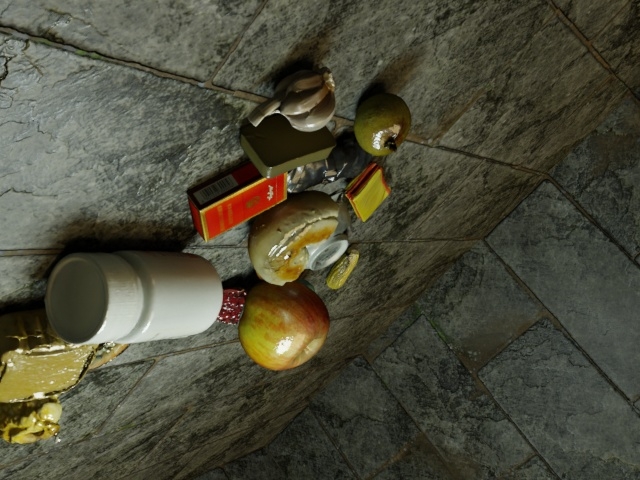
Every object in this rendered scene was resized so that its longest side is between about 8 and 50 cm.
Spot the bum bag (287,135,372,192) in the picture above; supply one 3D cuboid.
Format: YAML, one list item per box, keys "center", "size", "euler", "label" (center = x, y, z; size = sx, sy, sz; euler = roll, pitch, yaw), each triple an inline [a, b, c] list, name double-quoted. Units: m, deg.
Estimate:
- center: [0.028, -0.201, 1.729]
  size: [0.310, 0.074, 0.137]
  euler: [-19, 138, -42]
  label: "bum bag"

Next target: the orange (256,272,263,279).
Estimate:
- center: [-0.160, 0.081, 2.038]
  size: [0.086, 0.062, 0.086]
  euler: [-29, 170, -6]
  label: "orange"

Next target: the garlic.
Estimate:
- center: [-0.054, -0.276, 1.383]
  size: [0.194, 0.131, 0.127]
  euler: [-31, 129, -21]
  label: "garlic"

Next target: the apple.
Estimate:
- center: [-0.125, 0.251, 2.085]
  size: [0.301, 0.301, 0.301]
  euler: [-32, 158, -15]
  label: "apple"

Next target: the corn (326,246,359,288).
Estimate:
- center: [0.081, 0.103, 2.457]
  size: [0.072, 0.072, 0.203]
  euler: [-18, 150, -42]
  label: "corn"

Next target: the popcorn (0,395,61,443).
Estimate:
- center: [-0.754, 0.440, 1.727]
  size: [0.194, 0.163, 0.140]
  euler: [-15, 153, 35]
  label: "popcorn"

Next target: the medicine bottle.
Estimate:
- center: [-0.413, 0.127, 1.525]
  size: [0.211, 0.211, 0.371]
  euler: [-46, 157, 20]
  label: "medicine bottle"

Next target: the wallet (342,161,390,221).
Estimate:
- center: [0.143, -0.152, 2.047]
  size: [0.141, 0.067, 0.241]
  euler: [-49, 162, -3]
  label: "wallet"

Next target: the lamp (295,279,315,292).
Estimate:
- center: [-0.124, 0.248, 2.312]
  size: [0.284, 0.147, 0.209]
  euler: [-41, 163, 32]
  label: "lamp"

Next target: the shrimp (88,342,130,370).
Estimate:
- center: [-0.587, 0.264, 1.736]
  size: [0.222, 0.054, 0.290]
  euler: [-44, 158, 15]
  label: "shrimp"

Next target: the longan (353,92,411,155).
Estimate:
- center: [0.158, -0.283, 1.658]
  size: [0.145, 0.176, 0.155]
  euler: [-21, 142, -4]
  label: "longan"

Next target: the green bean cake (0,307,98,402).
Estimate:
- center: [-0.636, 0.252, 1.501]
  size: [0.224, 0.131, 0.230]
  euler: [1, 138, -42]
  label: "green bean cake"

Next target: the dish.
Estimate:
- center: [0.000, 0.000, 2.047]
  size: [0.303, 0.120, 0.303]
  euler: [-31, 158, -14]
  label: "dish"

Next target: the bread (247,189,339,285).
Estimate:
- center: [-0.107, -0.008, 1.790]
  size: [0.192, 0.171, 0.314]
  euler: [-11, 145, -43]
  label: "bread"

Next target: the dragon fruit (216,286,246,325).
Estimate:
- center: [-0.298, 0.195, 2.043]
  size: [0.161, 0.120, 0.127]
  euler: [147, -39, -79]
  label: "dragon fruit"

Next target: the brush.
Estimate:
- center: [-0.073, -0.217, 1.482]
  size: [0.197, 0.123, 0.059]
  euler: [-24, 158, -30]
  label: "brush"

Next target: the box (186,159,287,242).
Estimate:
- center: [-0.194, -0.108, 1.593]
  size: [0.239, 0.074, 0.153]
  euler: [-30, 154, -18]
  label: "box"
